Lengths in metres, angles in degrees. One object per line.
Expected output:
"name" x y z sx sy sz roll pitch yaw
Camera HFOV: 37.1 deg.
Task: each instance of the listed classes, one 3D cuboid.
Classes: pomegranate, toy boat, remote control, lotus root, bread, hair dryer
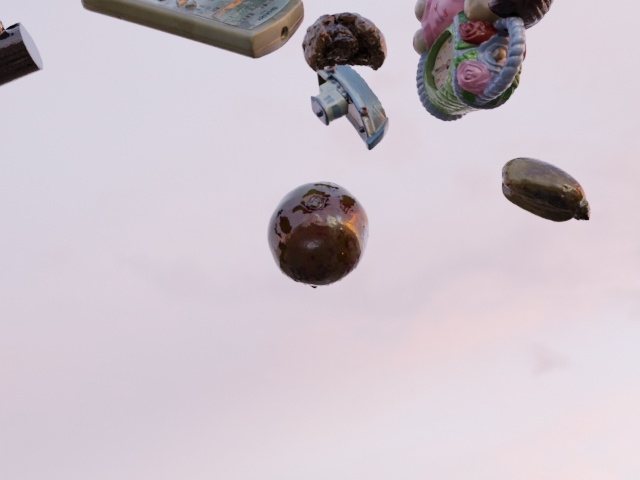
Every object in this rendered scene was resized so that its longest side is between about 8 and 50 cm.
"pomegranate" 0.002 -0.004 1.102 0.130 0.130 0.130 -10 -33 -6
"toy boat" 0.038 -0.231 1.681 0.102 0.215 0.088 -28 -36 -13
"remote control" -0.135 -0.243 0.983 0.233 0.098 0.038 21 -45 23
"lotus root" 0.220 -0.048 0.927 0.049 0.099 0.054 -50 -26 -25
"bread" 0.030 -0.265 1.255 0.113 0.082 0.060 -7 -35 -9
"hair dryer" -0.491 -0.330 1.321 0.114 0.070 0.248 -25 -70 -5

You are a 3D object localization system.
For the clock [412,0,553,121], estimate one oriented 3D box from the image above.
"clock" 0.195 -0.250 1.130 0.100 0.194 0.195 9 -15 -21
